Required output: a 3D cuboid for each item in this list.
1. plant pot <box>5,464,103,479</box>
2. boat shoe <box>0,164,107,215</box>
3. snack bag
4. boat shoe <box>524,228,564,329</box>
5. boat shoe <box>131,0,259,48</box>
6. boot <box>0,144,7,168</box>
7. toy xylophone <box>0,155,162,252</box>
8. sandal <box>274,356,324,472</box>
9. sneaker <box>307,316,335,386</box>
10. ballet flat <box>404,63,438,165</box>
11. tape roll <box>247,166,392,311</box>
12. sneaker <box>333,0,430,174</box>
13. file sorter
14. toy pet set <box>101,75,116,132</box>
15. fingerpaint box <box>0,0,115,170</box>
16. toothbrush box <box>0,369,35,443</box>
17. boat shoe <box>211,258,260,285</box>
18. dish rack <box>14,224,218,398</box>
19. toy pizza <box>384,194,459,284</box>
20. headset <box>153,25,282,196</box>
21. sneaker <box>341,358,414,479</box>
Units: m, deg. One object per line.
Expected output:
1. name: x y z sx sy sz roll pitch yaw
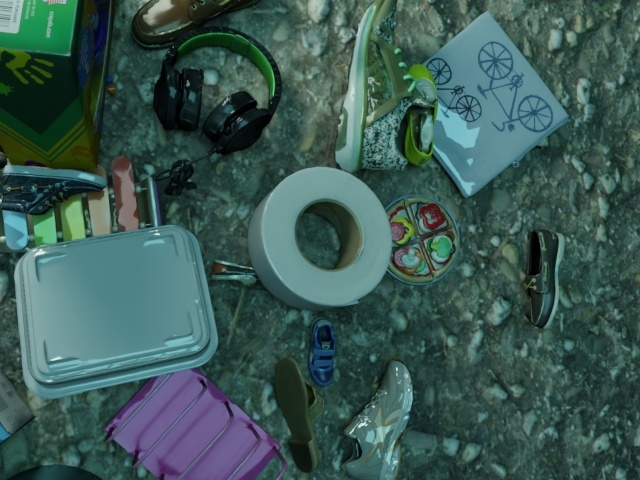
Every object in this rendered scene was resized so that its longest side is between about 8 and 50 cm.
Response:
1. plant pot: -0.481 0.560 1.155 0.292 0.235 0.293 1 84 -14
2. boat shoe: -0.483 -0.085 1.227 0.183 0.065 0.083 4 83 -5
3. snack bag: 0.361 -0.305 1.548 0.342 0.037 0.323 -40 93 -11
4. boat shoe: 0.493 0.086 1.519 0.068 0.081 0.228 14 74 -9
5. boat shoe: -0.252 -0.500 1.385 0.307 0.104 0.111 -34 93 -14
6. boot: -0.754 -0.283 1.233 0.377 0.138 0.284 8 82 -7
7. toy xylophone: -0.462 -0.020 1.298 0.322 0.081 0.236 -15 88 -14
8. sandal: -0.028 0.344 1.381 0.079 0.088 0.240 -14 95 -46
9. sneaker: 0.004 0.231 1.395 0.053 0.059 0.144 -3 86 -16
10. ballet flat: 0.224 -0.278 1.463 0.077 0.077 0.231 4 84 -10
11. tape roll: 0.000 0.000 1.371 0.286 0.100 0.286 6 76 -23
12. sneaker: 0.146 -0.322 1.425 0.182 0.158 0.411 11 90 3
13. file sorter: -0.231 0.384 1.260 0.290 0.182 0.202 44 77 -6
14. toy pet set: -0.462 -0.258 1.346 0.122 0.065 0.114 -15 53 -17
15. fingerpaint box: -0.450 -0.398 1.145 0.163 0.371 0.445 4 69 -12
16. toothbrush box: -0.666 0.357 1.142 0.295 0.216 0.126 -36 93 -13
17. boat shoe: -0.155 0.071 1.379 0.137 0.049 0.043 13 88 -13
18. dish rack: -0.362 0.106 1.188 0.332 0.072 0.286 -10 66 -14
19. toy pizza: 0.217 -0.003 1.483 0.201 0.032 0.201 1 84 -13
20. headset: -0.217 -0.263 1.329 0.243 0.185 0.394 24 68 -10
21. sneaker: 0.113 0.370 1.391 0.121 0.099 0.263 13 80 -7
